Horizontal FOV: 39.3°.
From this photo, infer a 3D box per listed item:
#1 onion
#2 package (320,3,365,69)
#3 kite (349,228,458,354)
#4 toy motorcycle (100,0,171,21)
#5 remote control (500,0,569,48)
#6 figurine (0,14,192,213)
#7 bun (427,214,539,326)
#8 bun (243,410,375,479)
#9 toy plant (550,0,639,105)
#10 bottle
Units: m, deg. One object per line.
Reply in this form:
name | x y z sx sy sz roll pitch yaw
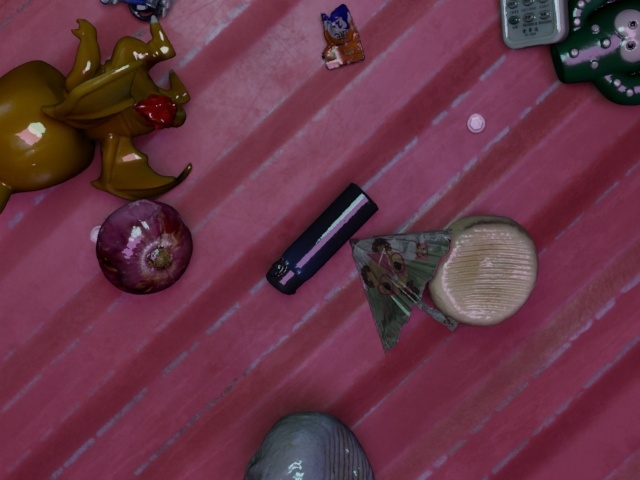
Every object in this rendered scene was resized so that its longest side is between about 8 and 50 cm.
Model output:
onion | -0.319 0.013 1.625 0.177 0.153 0.177 -1 94 -15
package | 0.034 -0.377 1.661 0.077 0.033 0.111 -26 113 -24
kite | 0.149 0.079 1.669 0.267 0.013 0.323 41 129 20
toy motorcycle | -0.351 -0.493 1.589 0.221 0.102 0.150 33 114 -5
remote control | 0.386 -0.523 1.632 0.065 0.128 0.336 -12 100 -43
figurine | -0.409 -0.210 1.497 0.387 0.401 0.268 -24 79 -7
bun | 0.300 0.056 1.690 0.222 0.127 0.223 0 87 -8
bun | -0.022 0.483 1.619 0.211 0.362 0.362 -8 98 21
toy plant | 0.553 -0.371 1.659 0.243 0.112 0.233 8 100 2
bottle | 0.000 0.000 1.680 0.244 0.072 0.082 -46 141 3
